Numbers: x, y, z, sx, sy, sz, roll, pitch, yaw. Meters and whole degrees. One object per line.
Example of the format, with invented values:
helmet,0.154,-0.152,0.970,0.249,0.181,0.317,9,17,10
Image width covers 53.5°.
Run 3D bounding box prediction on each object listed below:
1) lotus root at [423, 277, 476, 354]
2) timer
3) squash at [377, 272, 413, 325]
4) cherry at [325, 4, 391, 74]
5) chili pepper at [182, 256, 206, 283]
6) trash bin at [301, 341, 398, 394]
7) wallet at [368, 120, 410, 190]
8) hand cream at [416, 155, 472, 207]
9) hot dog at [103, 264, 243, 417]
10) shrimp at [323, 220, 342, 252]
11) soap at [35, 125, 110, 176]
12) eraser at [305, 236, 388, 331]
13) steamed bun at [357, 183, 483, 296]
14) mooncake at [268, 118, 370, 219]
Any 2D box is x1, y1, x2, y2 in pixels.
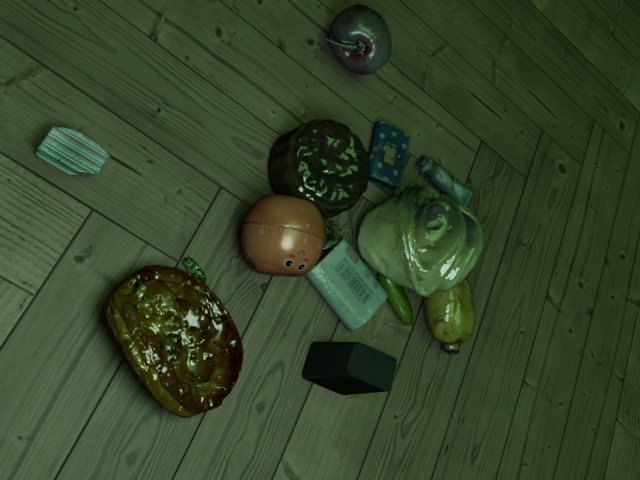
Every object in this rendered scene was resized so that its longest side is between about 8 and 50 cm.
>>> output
lotus root,0.406,0.216,2.008,0.160,0.146,0.284,1,81,-10
timer,-0.100,-0.009,1.704,0.229,0.229,0.215,11,87,-29
squash,0.234,0.173,1.963,0.066,0.066,0.201,-31,101,-32
cherry,0.128,-0.634,2.007,0.213,0.183,0.266,56,44,-25
chili pepper,-0.329,0.080,1.669,0.030,0.034,0.091,-33,99,1
trash bin,0.082,0.346,1.735,0.165,0.225,0.115,28,65,-23
wallet,0.219,-0.273,2.055,0.141,0.059,0.202,23,68,-27
hand cream,0.426,-0.200,2.173,0.256,0.055,0.088,37,67,-26
hot dog,-0.347,0.243,1.531,0.267,0.174,0.388,-38,98,-34
shrimp,0.000,0.000,1.854,0.161,0.091,0.034,-44,138,-22
soap,-0.600,-0.214,1.551,0.149,0.056,0.100,32,67,-21
eraser,0.075,0.127,1.866,0.174,0.081,0.227,-43,103,-27
steamed bun,0.316,-0.029,1.905,0.352,0.247,0.339,32,49,14
mooncake,0.001,-0.205,1.849,0.290,0.161,0.290,6,76,-28
